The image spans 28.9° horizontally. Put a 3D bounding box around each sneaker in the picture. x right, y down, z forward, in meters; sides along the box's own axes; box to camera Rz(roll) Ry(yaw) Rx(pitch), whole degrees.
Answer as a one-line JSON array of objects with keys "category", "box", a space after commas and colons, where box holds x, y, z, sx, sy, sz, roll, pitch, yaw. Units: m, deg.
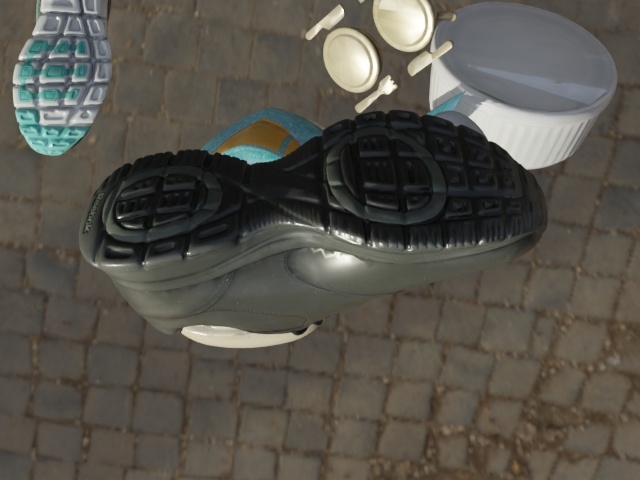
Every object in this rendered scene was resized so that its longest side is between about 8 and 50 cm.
[{"category": "sneaker", "box": [0.000, 0.000, 0.788, 0.286, 0.109, 0.130, -4, 142, 11]}, {"category": "sneaker", "box": [-0.167, -0.136, 0.840, 0.065, 0.076, 0.167, 9, 82, -5]}]

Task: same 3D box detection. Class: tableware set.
[{"category": "tableware set", "box": [0.077, -0.254, 1.531, 0.194, 0.039, 0.128, -32, 93, 47]}]

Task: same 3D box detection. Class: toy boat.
[{"category": "toy boat", "box": [0.002, -0.038, 1.127, 0.318, 0.268, 0.148, -7, 139, 13]}]

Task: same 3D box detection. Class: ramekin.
[{"category": "ramekin", "box": [0.279, -0.217, 1.786, 0.272, 0.273, 0.127, 6, 133, -6]}]

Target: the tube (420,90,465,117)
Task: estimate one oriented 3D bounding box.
[{"category": "tube", "box": [0.127, -0.135, 1.658, 0.052, 0.207, 0.080, 33, 66, -9]}]
